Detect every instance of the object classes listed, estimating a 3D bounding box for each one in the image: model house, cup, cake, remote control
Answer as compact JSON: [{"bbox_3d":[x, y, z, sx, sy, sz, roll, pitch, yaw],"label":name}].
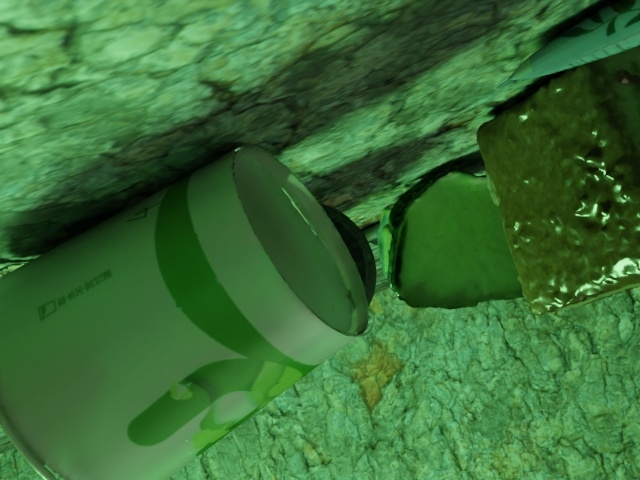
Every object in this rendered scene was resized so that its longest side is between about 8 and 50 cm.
[{"bbox_3d":[0.174,-0.020,1.498,0.214,0.195,0.189,-6,-166,-12],"label":"model house"},{"bbox_3d":[-0.118,0.064,0.914,0.274,0.253,0.253,-33,170,17],"label":"cup"},{"bbox_3d":[0.350,-0.081,1.152,0.290,0.255,0.282,-14,171,-28],"label":"cake"},{"bbox_3d":[0.121,-0.008,1.802,0.067,0.029,0.261,-24,173,9],"label":"remote control"}]

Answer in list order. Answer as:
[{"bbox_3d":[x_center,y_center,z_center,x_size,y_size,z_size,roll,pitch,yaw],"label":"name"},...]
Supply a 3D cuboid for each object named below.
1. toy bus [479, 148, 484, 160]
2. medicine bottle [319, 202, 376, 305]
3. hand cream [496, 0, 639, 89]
[{"bbox_3d":[0.292,-0.053,1.335,0.114,0.201,0.098,-15,169,-34],"label":"toy bus"},{"bbox_3d":[-0.052,0.063,1.297,0.165,0.165,0.273,-19,173,-24],"label":"medicine bottle"},{"bbox_3d":[0.277,-0.192,0.896,0.271,0.058,0.091,-24,-175,36],"label":"hand cream"}]
